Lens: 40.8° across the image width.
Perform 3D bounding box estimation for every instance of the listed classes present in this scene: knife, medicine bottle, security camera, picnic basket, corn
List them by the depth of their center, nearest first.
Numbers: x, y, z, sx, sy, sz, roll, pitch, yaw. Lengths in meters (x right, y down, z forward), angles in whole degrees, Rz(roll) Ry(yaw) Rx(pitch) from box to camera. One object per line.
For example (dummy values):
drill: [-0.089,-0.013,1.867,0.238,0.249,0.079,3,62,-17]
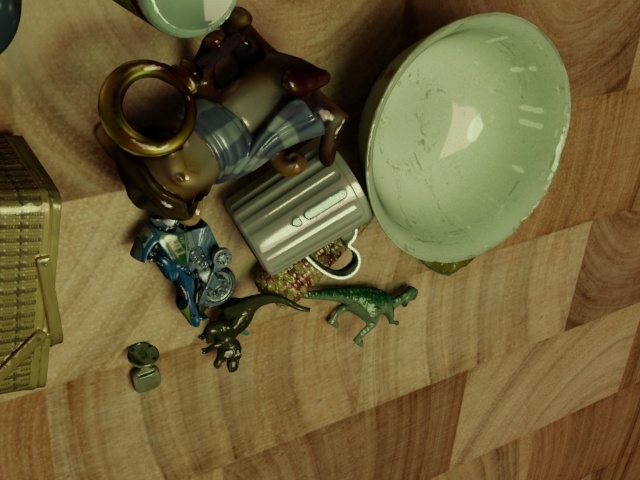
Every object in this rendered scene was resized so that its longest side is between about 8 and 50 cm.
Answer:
medicine bottle: [-0.205,-0.346,1.074,0.139,0.225,0.139,-20,128,-28]
picnic basket: [-0.449,0.037,1.132,0.175,0.228,0.312,-5,119,-33]
security camera: [-0.306,0.226,1.491,0.058,0.058,0.092,-17,138,-29]
corn: [0.000,0.000,1.542,0.290,0.098,0.098,-48,135,-7]
knife: [-0.166,0.163,1.581,0.091,0.005,0.014,26,98,-44]

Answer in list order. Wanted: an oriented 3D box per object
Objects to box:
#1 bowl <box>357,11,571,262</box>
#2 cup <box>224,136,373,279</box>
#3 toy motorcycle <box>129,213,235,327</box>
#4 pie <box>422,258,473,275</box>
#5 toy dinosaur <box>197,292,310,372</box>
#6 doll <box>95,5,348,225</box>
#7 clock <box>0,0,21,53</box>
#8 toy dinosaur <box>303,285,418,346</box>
bowl: [0.210,-0.193,1.500,0.435,0.196,0.434,-13,118,-27]
cup: [-0.025,-0.032,1.419,0.202,0.221,0.167,-32,167,-6]
toy motorcycle: [-0.223,0.031,1.393,0.136,0.092,0.254,-34,129,-16]
pie: [0.306,-0.074,1.734,0.323,0.070,0.323,-23,135,-25]
toy dinosaur: [-0.126,0.148,1.528,0.179,0.087,0.187,-6,142,-19]
doll: [-0.139,-0.166,1.238,0.340,0.209,0.317,-37,118,-11]
clock: [-0.468,-0.272,0.983,0.244,0.146,0.199,-9,118,-25]
toy dinosaur: [0.049,0.148,1.694,0.383,0.076,0.129,0,110,-41]
